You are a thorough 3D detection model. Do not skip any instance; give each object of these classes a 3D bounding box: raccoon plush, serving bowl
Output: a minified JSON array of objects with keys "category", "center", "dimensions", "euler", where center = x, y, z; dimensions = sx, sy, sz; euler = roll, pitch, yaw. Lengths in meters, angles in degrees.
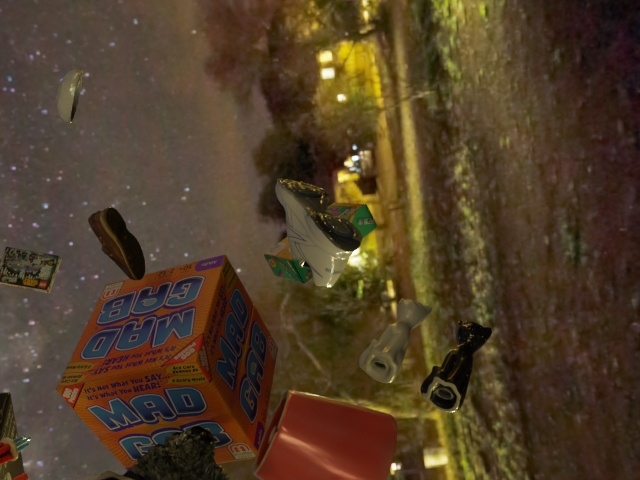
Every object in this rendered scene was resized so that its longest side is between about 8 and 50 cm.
[{"category":"raccoon plush","center":[-0.234,0.577,1.354],"dimensions":[0.299,0.216,0.447],"euler":[46,154,22]},{"category":"serving bowl","center":[-0.383,-0.221,1.007],"dimensions":[0.083,0.027,0.084],"euler":[-166,90,-73]}]

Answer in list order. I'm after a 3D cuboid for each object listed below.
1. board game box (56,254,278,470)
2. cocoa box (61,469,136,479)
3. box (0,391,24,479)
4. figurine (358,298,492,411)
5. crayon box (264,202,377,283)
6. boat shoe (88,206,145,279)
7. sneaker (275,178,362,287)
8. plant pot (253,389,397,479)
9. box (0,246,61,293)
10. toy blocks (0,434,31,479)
[{"category":"board game box","center":[-0.351,0.314,1.657],"dimensions":[0.357,0.355,0.357],"euler":[-84,-25,-52]},{"category":"cocoa box","center":[-0.485,0.535,1.082],"dimensions":[0.231,0.346,0.228],"euler":[-25,72,58]},{"category":"box","center":[-0.944,0.728,1.683],"dimensions":[0.480,0.297,0.472],"euler":[-113,27,-57]},{"category":"figurine","center":[0.212,0.206,1.311],"dimensions":[0.209,0.214,0.092],"euler":[-48,-29,-43]},{"category":"crayon box","center":[0.000,0.000,1.834],"dimensions":[0.165,0.278,0.081],"euler":[9,131,59]},{"category":"boat shoe","center":[-0.434,0.010,1.422],"dimensions":[0.064,0.060,0.178],"euler":[-69,-37,-53]},{"category":"sneaker","center":[-0.030,-0.025,1.282],"dimensions":[0.129,0.110,0.297],"euler":[-68,30,24]},{"category":"plant pot","center":[0.000,0.462,1.444],"dimensions":[0.275,0.243,0.275],"euler":[-156,90,-86]},{"category":"box","center":[-0.722,0.073,1.638],"dimensions":[0.027,0.136,0.094],"euler":[95,-176,-67]},{"category":"toy blocks","center":[-0.631,0.462,1.330],"dimensions":[0.123,0.054,0.148],"euler":[53,-149,7]}]
